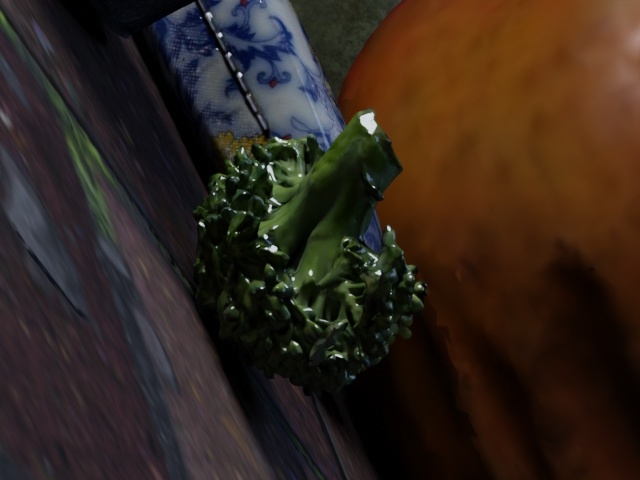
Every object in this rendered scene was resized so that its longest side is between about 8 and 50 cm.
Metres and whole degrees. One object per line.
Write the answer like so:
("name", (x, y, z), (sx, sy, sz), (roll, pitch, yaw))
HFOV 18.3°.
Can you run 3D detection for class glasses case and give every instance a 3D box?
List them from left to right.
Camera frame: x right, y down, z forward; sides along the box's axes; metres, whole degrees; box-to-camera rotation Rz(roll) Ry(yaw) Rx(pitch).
("glasses case", (-0.039, -0.084, 0.862), (0.248, 0.065, 0.087), (63, 1, 17))

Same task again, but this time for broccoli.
("broccoli", (0.000, 0.000, 0.633), (0.095, 0.092, 0.097), (42, 15, 15))

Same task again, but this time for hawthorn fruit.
("hawthorn fruit", (0.227, 0.035, 0.943), (0.471, 0.472, 0.472), (61, 4, -7))

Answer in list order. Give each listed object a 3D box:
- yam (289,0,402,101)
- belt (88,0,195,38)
("yam", (0.027, -0.177, 1.526), (0.300, 0.195, 0.195), (59, 4, -13))
("belt", (-0.082, -0.157, 0.701), (0.190, 0.082, 0.141), (57, 9, -62))
